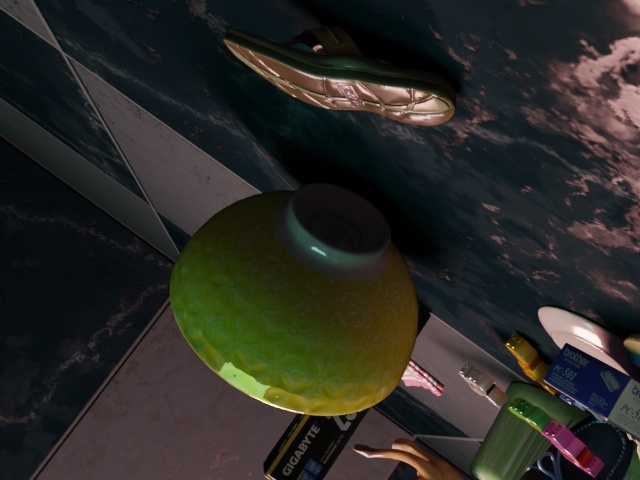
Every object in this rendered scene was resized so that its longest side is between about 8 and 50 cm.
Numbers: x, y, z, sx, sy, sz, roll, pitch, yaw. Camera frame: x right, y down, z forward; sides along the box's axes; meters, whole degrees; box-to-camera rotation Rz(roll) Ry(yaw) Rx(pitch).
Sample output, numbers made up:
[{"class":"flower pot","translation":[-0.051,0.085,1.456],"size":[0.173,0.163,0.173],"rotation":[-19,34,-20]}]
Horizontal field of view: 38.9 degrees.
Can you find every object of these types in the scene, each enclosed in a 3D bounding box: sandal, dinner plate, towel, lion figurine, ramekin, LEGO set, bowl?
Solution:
[{"class":"sandal","translation":[0.016,-0.127,0.654],"size":[0.180,0.049,0.072],"rotation":[15,167,23]},{"class":"dinner plate","translation":[0.280,0.114,0.921],"size":[0.141,0.017,0.141],"rotation":[34,170,7]},{"class":"towel","translation":[0.148,0.243,1.840],"size":[0.197,0.029,0.144],"rotation":[40,168,-17]},{"class":"lion figurine","translation":[0.223,0.435,1.342],"size":[0.392,0.142,0.240],"rotation":[41,162,-2]},{"class":"ramekin","translation":[0.365,0.354,1.312],"size":[0.303,0.148,0.303],"rotation":[35,169,8]},{"class":"LEGO set","translation":[0.252,0.171,1.078],"size":[0.093,0.087,0.227],"rotation":[47,172,-31]},{"class":"bowl","translation":[-0.006,0.031,0.997],"size":[0.289,0.289,0.156],"rotation":[34,127,10]}]

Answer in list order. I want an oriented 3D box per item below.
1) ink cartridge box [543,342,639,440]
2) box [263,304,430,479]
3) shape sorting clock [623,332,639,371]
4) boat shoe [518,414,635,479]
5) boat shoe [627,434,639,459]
[{"class":"ink cartridge box","translation":[0.318,0.173,0.861],"size":[0.207,0.046,0.097],"rotation":[31,180,-25]},{"class":"box","translation":[0.033,0.234,1.379],"size":[0.079,0.322,0.257],"rotation":[35,170,1]},{"class":"shape sorting clock","translation":[0.343,0.135,0.740],"size":[0.206,0.040,0.206],"rotation":[38,177,3]},{"class":"boat shoe","translation":[0.292,0.322,1.124],"size":[0.109,0.258,0.089],"rotation":[42,-156,31]},{"class":"boat shoe","translation":[0.361,0.207,0.995],"size":[0.042,0.049,0.133],"rotation":[-7,136,33]}]
